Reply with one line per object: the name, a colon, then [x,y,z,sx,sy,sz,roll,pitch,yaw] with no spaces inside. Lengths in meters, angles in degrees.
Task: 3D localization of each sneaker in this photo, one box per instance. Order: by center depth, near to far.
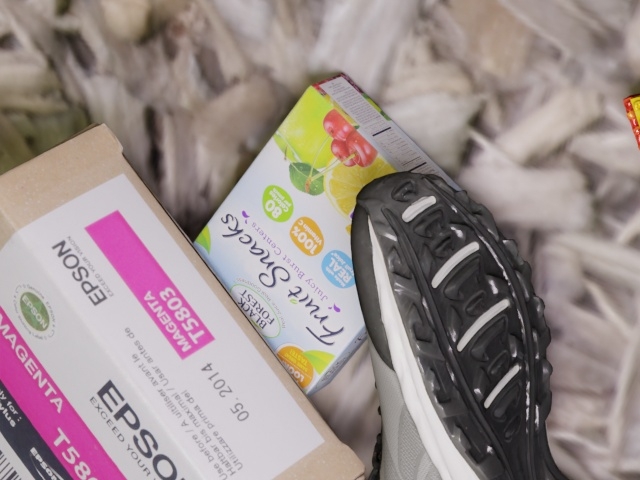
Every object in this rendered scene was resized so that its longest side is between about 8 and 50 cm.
sneaker: [0.059,0.097,0.917,0.108,0.100,0.271,-2,115,40]

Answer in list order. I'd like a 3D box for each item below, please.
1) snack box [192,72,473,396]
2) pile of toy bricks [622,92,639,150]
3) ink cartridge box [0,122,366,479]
snack box: [0.000,0.000,0.972,0.100,0.037,0.141,46,123,12]
pile of toy bricks: [0.222,-0.043,0.785,0.212,0.105,0.118,-18,96,34]
ink cartridge box: [-0.115,0.087,1.014,0.235,0.088,0.193,53,139,7]
